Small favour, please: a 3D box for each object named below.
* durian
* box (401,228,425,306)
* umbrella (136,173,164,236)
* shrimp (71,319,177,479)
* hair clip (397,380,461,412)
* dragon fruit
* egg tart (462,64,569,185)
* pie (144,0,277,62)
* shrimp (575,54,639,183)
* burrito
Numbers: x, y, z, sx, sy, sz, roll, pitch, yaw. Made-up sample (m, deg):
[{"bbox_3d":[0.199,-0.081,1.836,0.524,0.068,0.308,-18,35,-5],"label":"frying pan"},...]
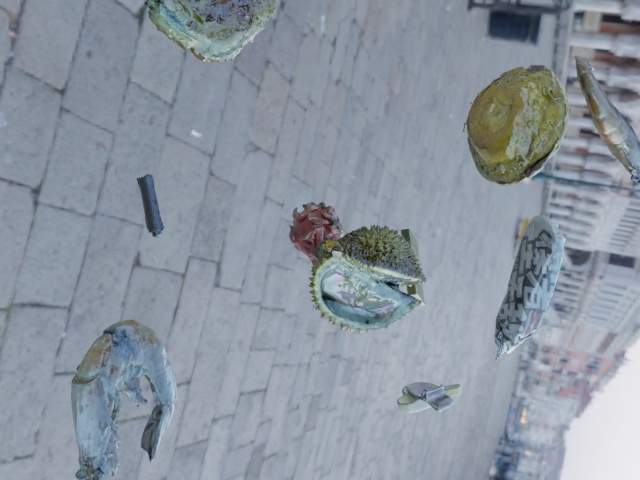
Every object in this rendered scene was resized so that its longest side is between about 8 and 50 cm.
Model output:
[{"bbox_3d":[0.064,0.043,1.286,0.237,0.194,0.137,49,10,-44],"label":"durian"},{"bbox_3d":[0.256,0.077,2.064,0.121,0.030,0.193,51,32,-62],"label":"box"},{"bbox_3d":[-0.353,-0.072,1.545,0.031,0.036,0.133,-8,84,-41],"label":"umbrella"},{"bbox_3d":[-0.376,0.332,1.430,0.247,0.085,0.360,31,57,-46],"label":"shrimp"},{"bbox_3d":[0.277,0.389,1.895,0.218,0.159,0.071,160,-87,-75],"label":"hair clip"},{"bbox_3d":[-0.001,0.003,1.847,0.137,0.135,0.235,66,1,-49],"label":"dragon fruit"},{"bbox_3d":[0.420,-0.268,1.670,0.116,0.295,0.294,17,83,-34],"label":"egg tart"},{"bbox_3d":[-0.217,-0.549,1.533,0.289,0.103,0.354,-3,99,-34],"label":"pie"},{"bbox_3d":[0.503,-0.218,1.287,0.262,0.051,0.198,42,36,-33],"label":"shrimp"},{"bbox_3d":[0.599,0.146,2.149,0.101,0.139,0.445,20,88,-43],"label":"burrito"}]
